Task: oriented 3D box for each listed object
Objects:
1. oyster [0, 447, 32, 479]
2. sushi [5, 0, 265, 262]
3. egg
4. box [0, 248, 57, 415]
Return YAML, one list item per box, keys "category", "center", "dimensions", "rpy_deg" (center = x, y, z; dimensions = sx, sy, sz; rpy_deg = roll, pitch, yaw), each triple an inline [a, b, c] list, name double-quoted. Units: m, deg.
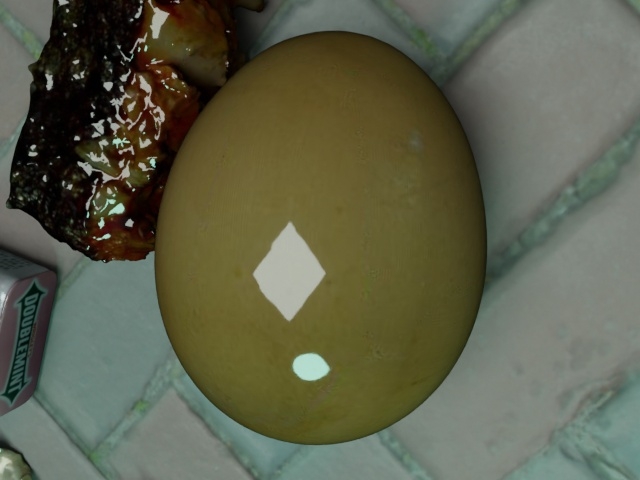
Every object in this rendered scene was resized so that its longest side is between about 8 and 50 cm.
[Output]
- category: "oyster"
  center: [-0.482, 0.438, 1.170]
  dimensions: [0.237, 0.115, 0.352]
  rpy_deg: [-1, 104, 11]
- category: "sushi"
  center: [-0.179, -0.152, 0.915]
  dimensions: [0.181, 0.196, 0.344]
  rpy_deg: [23, 101, 11]
- category: "egg"
  center: [0.000, 0.000, 0.817]
  dimensions: [0.301, 0.301, 0.374]
  rpy_deg: [2, 99, 19]
- category: "box"
  center: [-0.520, 0.065, 1.114]
  dimensions: [0.369, 0.112, 0.190]
  rpy_deg: [18, 104, 15]
